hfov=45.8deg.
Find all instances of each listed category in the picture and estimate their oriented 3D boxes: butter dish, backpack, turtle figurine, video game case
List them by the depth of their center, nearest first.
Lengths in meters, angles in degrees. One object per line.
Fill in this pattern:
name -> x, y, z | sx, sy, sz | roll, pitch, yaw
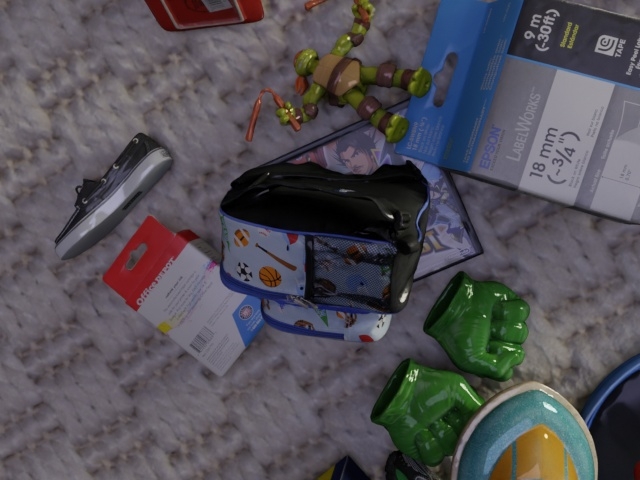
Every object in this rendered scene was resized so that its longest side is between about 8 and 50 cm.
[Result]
backpack -> 0.000, 0.000, 0.991 | 0.263, 0.276, 0.213 | 13, 110, 8
butter dish -> -0.168, -0.380, 1.062 | 0.160, 0.160, 0.118 | -4, 72, 7
turtle figurine -> 0.031, -0.214, 1.065 | 0.217, 0.087, 0.269 | 30, 81, 25
video game case -> 0.063, -0.042, 1.112 | 0.275, 0.035, 0.248 | -23, 93, 8

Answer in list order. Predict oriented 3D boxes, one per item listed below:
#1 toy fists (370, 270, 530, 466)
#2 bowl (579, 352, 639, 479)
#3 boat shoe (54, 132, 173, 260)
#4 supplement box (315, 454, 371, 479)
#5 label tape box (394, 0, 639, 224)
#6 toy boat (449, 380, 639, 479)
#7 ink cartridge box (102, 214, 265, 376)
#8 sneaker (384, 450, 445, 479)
toy fists -> 0.198, 0.186, 1.074 | 0.142, 0.096, 0.279 | 32, 84, -5
bowl -> 0.547, 0.325, 1.074 | 0.391, 0.077, 0.391 | 1, 95, 6
boat shoe -> -0.325, -0.070, 1.134 | 0.228, 0.080, 0.076 | -45, 84, 8
supplement box -> -0.034, 0.522, 1.090 | 0.356, 0.195, 0.194 | -44, 90, 13
label tape box -> 0.281, -0.181, 0.985 | 0.334, 0.106, 0.240 | 18, 97, 11
toy boat -> 0.327, 0.317, 0.966 | 0.318, 0.148, 0.267 | 2, 94, -1
ink cartridge box -> -0.191, 0.077, 1.131 | 0.231, 0.078, 0.134 | 39, 98, 1
sneaker -> 0.242, 0.411, 1.107 | 0.343, 0.134, 0.146 | 36, 82, 1
